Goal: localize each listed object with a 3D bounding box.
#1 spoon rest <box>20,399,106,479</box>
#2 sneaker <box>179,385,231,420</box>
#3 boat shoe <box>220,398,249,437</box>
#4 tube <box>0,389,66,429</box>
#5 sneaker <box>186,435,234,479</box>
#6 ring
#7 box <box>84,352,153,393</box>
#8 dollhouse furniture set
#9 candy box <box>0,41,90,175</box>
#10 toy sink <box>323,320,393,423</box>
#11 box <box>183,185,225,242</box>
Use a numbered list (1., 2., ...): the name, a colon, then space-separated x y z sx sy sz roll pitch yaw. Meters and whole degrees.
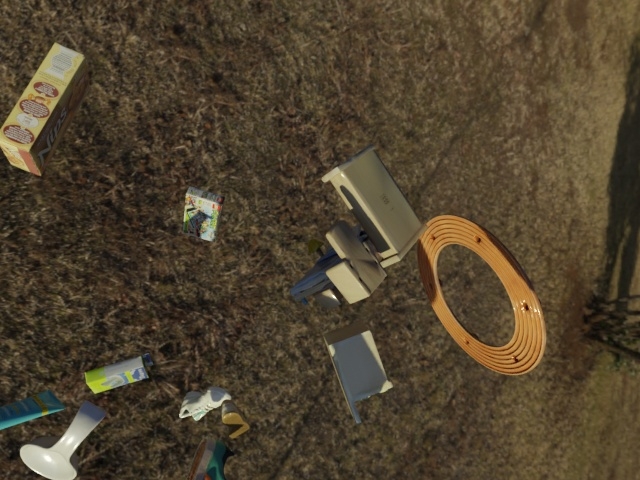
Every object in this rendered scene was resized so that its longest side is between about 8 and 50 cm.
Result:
1. spoon rest: -0.579 0.463 1.060 0.137 0.276 0.084 38 26 -12
2. sneaker: -0.376 0.537 1.543 0.080 0.212 0.094 51 37 -22
3. boat shoe: -0.238 0.490 1.314 0.063 0.059 0.170 -17 138 -13
4. tube: -0.774 0.442 1.229 0.052 0.080 0.207 -55 161 14
5. sneaker: -0.343 0.752 1.412 0.121 0.108 0.302 31 55 -20
6. ring: 0.304 0.102 0.930 0.032 0.337 0.336 -23 109 -19
7. box: -0.598 0.400 1.431 0.179 0.109 0.042 -14 60 -19
8. dollhouse furniture set: 0.000 0.000 0.938 0.198 0.303 0.286 55 44 -5
9. candy box: -0.746 -0.355 1.303 0.088 0.183 0.316 24 70 -14
10. toy sink: 0.112 0.364 1.341 0.153 0.131 0.233 178 -107 -85
11. box: -0.375 -0.080 1.519 0.114 0.207 0.036 17 52 -6
